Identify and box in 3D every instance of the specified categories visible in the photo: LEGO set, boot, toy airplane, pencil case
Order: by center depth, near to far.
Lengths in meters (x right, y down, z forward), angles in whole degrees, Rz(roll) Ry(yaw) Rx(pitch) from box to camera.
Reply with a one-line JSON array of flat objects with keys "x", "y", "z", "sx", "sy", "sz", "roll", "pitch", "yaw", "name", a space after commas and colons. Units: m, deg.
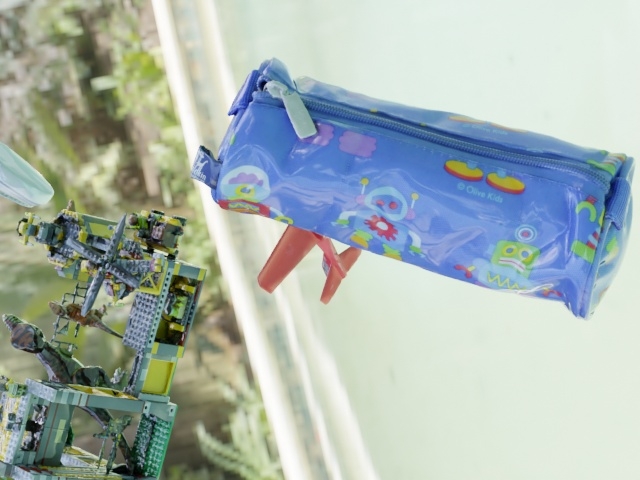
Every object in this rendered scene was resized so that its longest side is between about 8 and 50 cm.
[{"x": 0.071, "y": -0.042, "z": 1.084, "sx": 0.133, "sy": 0.306, "sz": 0.119, "roll": 92, "pitch": -163, "yaw": -63, "name": "pencil case"}, {"x": 0.000, "y": 0.000, "z": 1.321, "sx": 0.028, "sy": 0.151, "sz": 0.151, "roll": 22, "pitch": 140, "yaw": 26, "name": "toy airplane"}, {"x": -0.269, "y": 0.109, "z": 1.542, "sx": 0.255, "sy": 0.192, "sz": 0.331, "roll": 26, "pitch": 98, "yaw": 41, "name": "LEGO set"}, {"x": -0.493, "y": -0.090, "z": 2.036, "sx": 0.123, "sy": 0.258, "sz": 0.095, "roll": -55, "pitch": 11, "yaw": 11, "name": "boot"}]
